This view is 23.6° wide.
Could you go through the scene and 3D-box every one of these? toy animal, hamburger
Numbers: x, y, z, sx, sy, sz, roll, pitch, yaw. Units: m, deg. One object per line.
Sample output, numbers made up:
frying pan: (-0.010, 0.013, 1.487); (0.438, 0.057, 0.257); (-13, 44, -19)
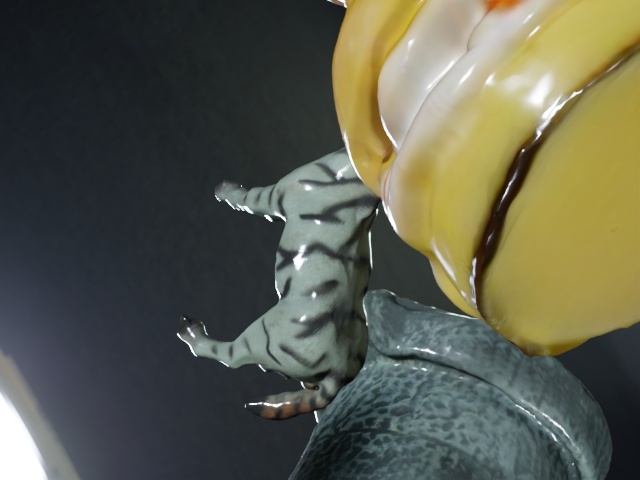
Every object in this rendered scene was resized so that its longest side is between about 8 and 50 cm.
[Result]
toy animal: (-0.009, -0.008, 1.044); (0.090, 0.255, 0.170); (11, -169, -39)
hamburger: (0.131, -0.097, 0.840); (0.276, 0.276, 0.237); (16, -153, -49)

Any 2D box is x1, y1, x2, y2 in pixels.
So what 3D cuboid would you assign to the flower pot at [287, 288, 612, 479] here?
flower pot: (0.103, 0.183, 1.354); (0.299, 0.299, 0.282); (47, -129, -21)
